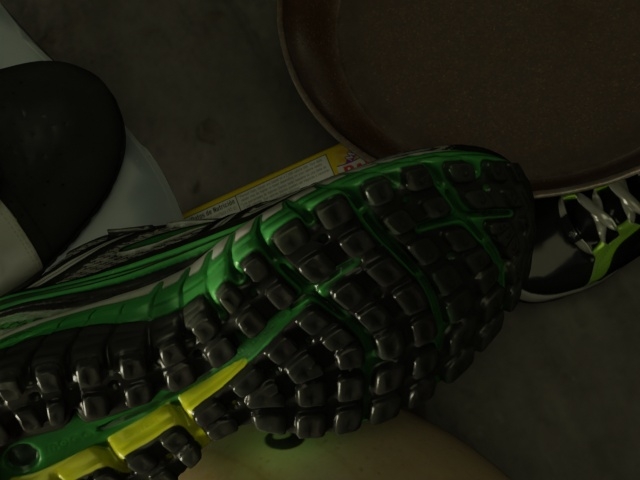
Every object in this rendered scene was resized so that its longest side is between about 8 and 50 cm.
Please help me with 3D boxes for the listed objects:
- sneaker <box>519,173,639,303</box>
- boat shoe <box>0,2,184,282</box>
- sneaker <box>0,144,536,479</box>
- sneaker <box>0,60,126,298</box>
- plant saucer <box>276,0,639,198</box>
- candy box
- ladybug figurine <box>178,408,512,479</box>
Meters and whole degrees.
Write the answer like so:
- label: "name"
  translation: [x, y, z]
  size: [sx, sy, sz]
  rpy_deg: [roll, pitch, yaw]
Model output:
- label: "sneaker"
  translation: [0.202, -0.046, 0.699]
  size: [0.234, 0.097, 0.084]
  rpy_deg: [-32, 80, -3]
- label: "boat shoe"
  translation: [-0.189, -0.058, 0.719]
  size: [0.113, 0.105, 0.306]
  rpy_deg: [-43, 91, -8]
- label: "sneaker"
  translation: [-0.052, 0.026, 0.599]
  size: [0.343, 0.146, 0.134]
  rpy_deg: [-20, 123, -4]
- label: "sneaker"
  translation: [-0.237, -0.004, 0.570]
  size: [0.330, 0.146, 0.122]
  rpy_deg: [-31, 88, -21]
- label: "plant saucer"
  translation: [0.128, -0.154, 0.710]
  size: [0.310, 0.050, 0.311]
  rpy_deg: [-7, 63, 13]
- label: "candy box"
  translation: [0.000, 0.000, 0.721]
  size: [0.205, 0.027, 0.105]
  rpy_deg: [-24, 65, 5]
- label: "ladybug figurine"
  translation: [0.025, 0.288, 0.582]
  size: [0.305, 0.162, 0.449]
  rpy_deg: [-33, 70, 14]
